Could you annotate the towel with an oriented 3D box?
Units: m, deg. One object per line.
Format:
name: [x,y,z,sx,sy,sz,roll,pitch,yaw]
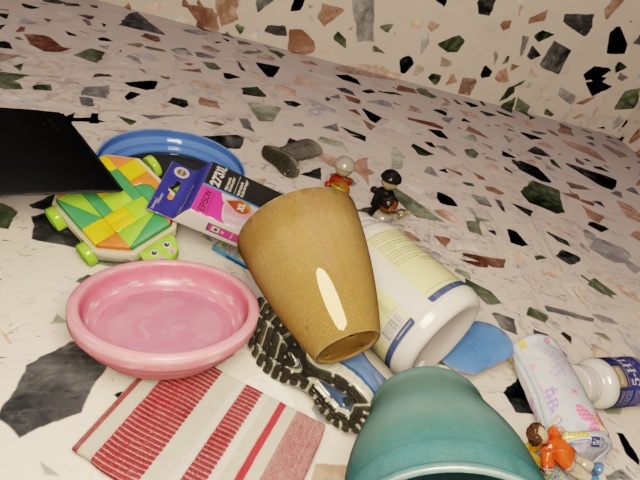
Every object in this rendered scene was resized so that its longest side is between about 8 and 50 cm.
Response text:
towel: [-0.181,0.324,0.777,0.329,0.037,0.237,24,37,11]

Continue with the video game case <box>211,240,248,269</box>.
video game case: [-0.168,0.030,1.198,0.166,0.015,0.119,28,36,13]

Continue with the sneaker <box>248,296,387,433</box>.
sneaker: [-0.007,0.223,0.938,0.330,0.129,0.147,38,25,21]

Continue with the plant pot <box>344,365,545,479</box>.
plant pot: [0.158,0.313,0.648,0.272,0.271,0.255,17,21,-1]

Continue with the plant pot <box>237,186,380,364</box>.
plant pot: [0.001,0.078,0.852,0.237,0.237,0.254,-5,55,-29]

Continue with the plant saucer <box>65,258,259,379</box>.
plant saucer: [-0.283,0.144,0.889,0.333,0.084,0.332,9,24,-4]

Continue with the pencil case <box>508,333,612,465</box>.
pencil case: [0.483,0.325,1.000,0.124,0.113,0.273,8,36,-5]

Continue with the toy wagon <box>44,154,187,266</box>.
toy wagon: [-0.422,-0.052,1.077,0.344,0.068,0.267,43,60,16]

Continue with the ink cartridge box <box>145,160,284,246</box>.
ink cartridge box: [-0.189,-0.071,1.114,0.371,0.069,0.175,22,45,-12]

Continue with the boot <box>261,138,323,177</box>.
boot: [-0.071,-0.284,1.632,0.209,0.076,0.190,-12,47,-45]

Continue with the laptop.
laptop: [-0.718,-0.111,1.021,0.382,0.408,0.236,43,-1,31]

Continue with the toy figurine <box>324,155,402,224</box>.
toy figurine: [0.110,-0.117,1.290,0.213,0.148,0.209,19,32,-2]

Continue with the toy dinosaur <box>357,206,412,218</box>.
toy dinosaur: [0.143,-0.071,1.441,0.269,0.063,0.118,8,33,-6]

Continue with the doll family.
doll family: [0.355,0.434,0.816,0.163,0.118,0.263,35,50,5]

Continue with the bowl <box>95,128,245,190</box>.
bowl: [-0.408,-0.186,1.332,0.392,0.077,0.391,12,36,-9]

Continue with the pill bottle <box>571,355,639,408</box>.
pill bottle: [0.641,0.319,1.080,0.187,0.111,0.112,3,38,-20]

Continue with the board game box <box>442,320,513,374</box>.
board game box: [0.350,0.252,1.095,0.169,0.033,0.133,-21,33,-14]

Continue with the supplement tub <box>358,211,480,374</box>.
supplement tub: [0.147,0.107,1.042,0.236,0.235,0.325,-16,47,-39]
